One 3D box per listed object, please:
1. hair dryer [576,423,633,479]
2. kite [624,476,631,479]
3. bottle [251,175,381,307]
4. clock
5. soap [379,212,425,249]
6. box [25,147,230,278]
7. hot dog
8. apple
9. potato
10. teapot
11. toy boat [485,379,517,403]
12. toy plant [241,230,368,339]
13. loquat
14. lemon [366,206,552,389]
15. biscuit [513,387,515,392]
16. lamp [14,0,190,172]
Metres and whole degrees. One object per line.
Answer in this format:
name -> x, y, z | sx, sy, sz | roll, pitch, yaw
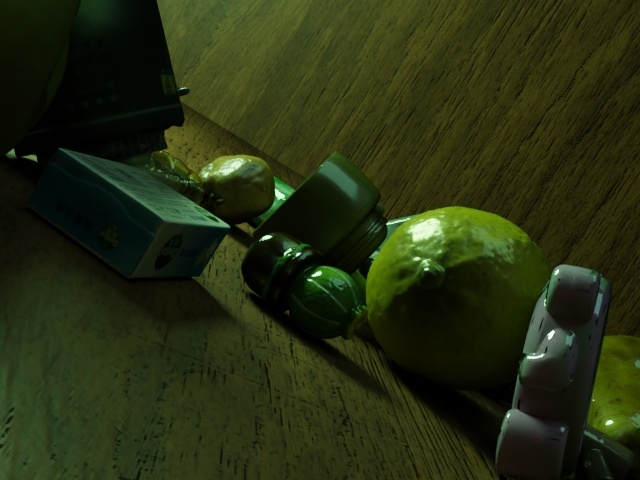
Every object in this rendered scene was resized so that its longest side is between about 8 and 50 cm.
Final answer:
hair dryer -> 0.361, 0.299, 1.466 | 0.117, 0.064, 0.181 | 31, 12, -1
kite -> 0.424, 0.337, 1.678 | 0.159, 0.010, 0.190 | 30, 8, -29
bottle -> 0.000, 0.000, 1.847 | 0.330, 0.093, 0.093 | 35, 7, 29
clock -> 0.278, 0.153, 1.292 | 0.090, 0.247, 0.227 | 13, 1, 16
soap -> 0.131, 0.098, 1.966 | 0.302, 0.257, 0.159 | -12, -6, 16
box -> -0.197, -0.025, 1.169 | 0.139, 0.073, 0.194 | 34, 6, 13
hot dog -> -0.277, -0.119, 1.509 | 0.268, 0.075, 0.144 | 25, 10, -40
apple -> -0.356, -0.207, 1.016 | 0.254, 0.291, 0.292 | 26, 8, -13
potato -> 0.488, 0.255, 1.752 | 0.195, 0.176, 0.369 | 54, 19, -6
teapot -> 0.014, -0.005, 1.622 | 0.175, 0.185, 0.267 | 44, 43, -1
toy boat -> 0.206, 0.110, 1.687 | 0.296, 0.122, 0.114 | 43, -28, -11
toy plant -> -0.015, 0.058, 1.335 | 0.162, 0.092, 0.093 | 34, 7, 22
loquat -> -0.137, -0.078, 1.732 | 0.137, 0.112, 0.137 | 1, 11, 0
lemon -> 0.192, 0.080, 1.472 | 0.245, 0.245, 0.320 | 36, 3, 29
biscuit -> 0.379, 0.221, 1.910 | 0.252, 0.106, 0.070 | 27, 7, -42
lamp -> -0.266, -0.210, 1.294 | 0.272, 0.374, 0.205 | 58, 1, -8
